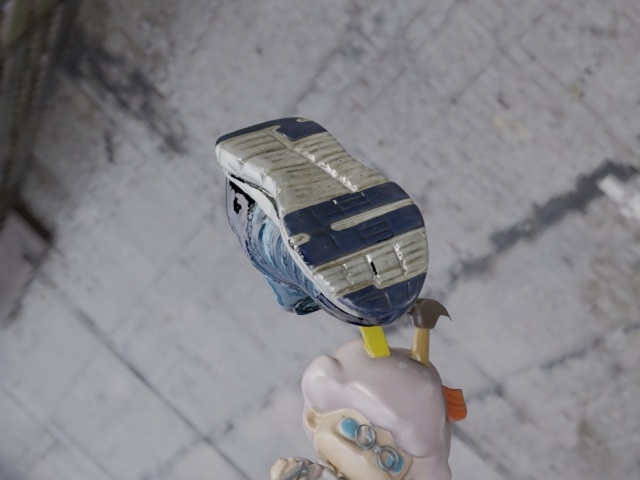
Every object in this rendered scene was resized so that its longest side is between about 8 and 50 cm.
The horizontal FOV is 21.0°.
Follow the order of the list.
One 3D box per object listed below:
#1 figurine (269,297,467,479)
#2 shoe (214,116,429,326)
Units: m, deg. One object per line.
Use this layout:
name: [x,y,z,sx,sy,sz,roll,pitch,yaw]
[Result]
figurine: [0.031,0.151,1.248,0.137,0.229,0.112,37,153,-6]
shoe: [0.000,0.000,1.137,0.207,0.091,0.106,45,146,50]
